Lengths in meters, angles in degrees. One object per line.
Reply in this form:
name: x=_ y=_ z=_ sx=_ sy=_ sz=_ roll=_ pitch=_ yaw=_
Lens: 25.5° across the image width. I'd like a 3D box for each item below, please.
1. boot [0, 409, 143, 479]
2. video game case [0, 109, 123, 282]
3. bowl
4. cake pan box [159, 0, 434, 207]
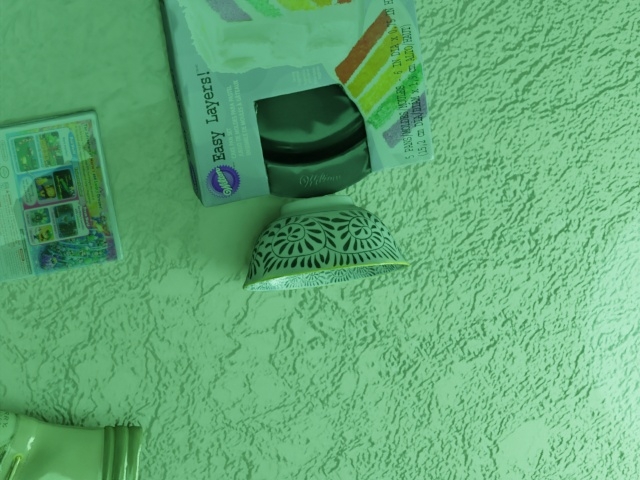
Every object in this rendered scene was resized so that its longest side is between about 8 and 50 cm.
boot: x=-0.295 y=0.303 z=1.476 sx=0.203 sy=0.095 sz=0.262 roll=8 pitch=102 yaw=-17
video game case: x=-0.280 y=-0.042 z=1.401 sx=0.143 sy=0.019 sz=0.157 roll=-11 pitch=110 yaw=-10
bowl: x=0.000 y=0.000 z=1.423 sx=0.170 sy=0.170 sz=0.080 roll=-7 pitch=83 yaw=-11
cake pan box: x=-0.024 y=-0.176 z=1.390 sx=0.246 sy=0.070 sz=0.267 roll=-11 pitch=111 yaw=-7
